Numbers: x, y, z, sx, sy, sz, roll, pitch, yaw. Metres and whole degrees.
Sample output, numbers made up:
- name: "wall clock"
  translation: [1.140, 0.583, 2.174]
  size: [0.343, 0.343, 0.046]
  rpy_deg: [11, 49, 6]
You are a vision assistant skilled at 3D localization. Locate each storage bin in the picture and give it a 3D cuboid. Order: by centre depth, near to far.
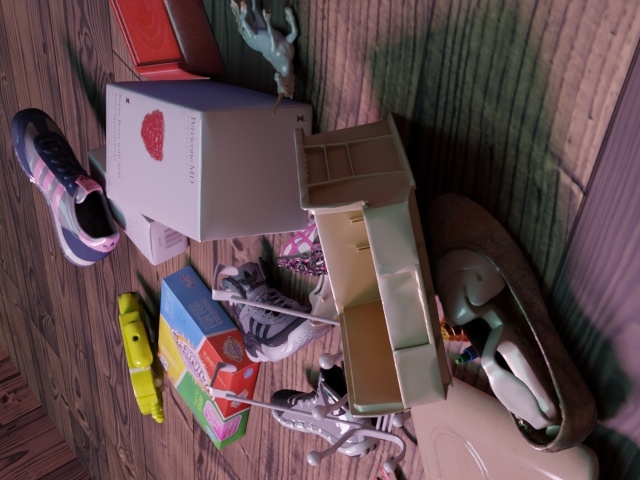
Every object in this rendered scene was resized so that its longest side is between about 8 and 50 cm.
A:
- name: "storage bin"
  translation: [0.059, 0.024, 1.288]
  size: [0.260, 0.123, 0.262]
  rpy_deg: [-95, -7, -65]

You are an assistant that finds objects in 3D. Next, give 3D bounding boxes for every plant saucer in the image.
- name: "plant saucer"
  translation: [-0.260, -0.363, 1.721]
  size: [0.258, 0.047, 0.259]
  rpy_deg: [9, 121, 58]

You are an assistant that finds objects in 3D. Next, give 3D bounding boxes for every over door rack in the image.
- name: "over door rack"
  translation: [-0.024, 0.197, 1.599]
  size: [0.324, 0.108, 0.239]
  rpy_deg: [20, 135, 14]

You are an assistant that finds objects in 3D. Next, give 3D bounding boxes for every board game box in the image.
- name: "board game box"
  translation: [-0.223, 0.231, 2.179]
  size: [0.242, 0.064, 0.316]
  rpy_deg: [50, 151, 24]

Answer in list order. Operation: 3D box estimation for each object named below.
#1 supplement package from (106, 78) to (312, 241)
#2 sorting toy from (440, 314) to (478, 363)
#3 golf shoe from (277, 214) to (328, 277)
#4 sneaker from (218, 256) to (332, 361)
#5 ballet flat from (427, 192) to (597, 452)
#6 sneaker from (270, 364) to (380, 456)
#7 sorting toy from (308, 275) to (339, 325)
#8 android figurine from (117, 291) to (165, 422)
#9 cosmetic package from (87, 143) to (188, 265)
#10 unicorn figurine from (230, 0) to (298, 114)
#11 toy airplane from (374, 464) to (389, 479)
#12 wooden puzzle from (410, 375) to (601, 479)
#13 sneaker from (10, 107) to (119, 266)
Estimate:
- name: "supplement package"
  translation: [-0.163, -0.121, 1.574]
  size: [0.293, 0.175, 0.178]
  rpy_deg: [22, 113, 53]
- name: "sorting toy"
  translation: [0.180, 0.121, 1.372]
  size: [0.102, 0.042, 0.061]
  rpy_deg: [29, 138, 48]
- name: "golf shoe"
  translation: [0.000, 0.000, 1.568]
  size: [0.186, 0.067, 0.086]
  rpy_deg: [-24, 49, 60]
- name: "sneaker"
  translation: [-0.081, 0.104, 1.760]
  size: [0.153, 0.101, 0.268]
  rpy_deg: [61, 156, -3]
- name: "ballet flat"
  translation: [0.197, 0.092, 1.234]
  size: [0.107, 0.106, 0.316]
  rpy_deg: [-38, 81, 41]
- name: "sneaker"
  translation: [0.002, 0.242, 1.779]
  size: [0.228, 0.086, 0.132]
  rpy_deg: [16, 124, 43]
- name: "sorting toy"
  translation: [0.007, 0.074, 1.642]
  size: [0.075, 0.045, 0.083]
  rpy_deg: [48, 122, 57]
- name: "android figurine"
  translation: [-0.373, 0.250, 2.380]
  size: [0.248, 0.056, 0.273]
  rpy_deg: [91, 163, -72]
- name: "cosmetic package"
  translation: [-0.339, -0.074, 2.088]
  size: [0.231, 0.085, 0.117]
  rpy_deg: [43, 147, 33]
- name: "unicorn figurine"
  translation: [-0.065, -0.256, 1.464]
  size: [0.162, 0.060, 0.111]
  rpy_deg: [-121, 21, -47]
- name: "toy airplane"
  translation: [0.117, 0.416, 1.773]
  size: [0.151, 0.028, 0.151]
  rpy_deg: [42, 146, 38]
- name: "wooden puzzle"
  translation: [0.254, 0.353, 1.424]
  size: [0.322, 0.080, 0.348]
  rpy_deg: [23, 129, 52]
- name: "sneaker"
  translation: [-0.462, -0.115, 2.095]
  size: [0.131, 0.112, 0.319]
  rpy_deg: [-23, 95, 47]
